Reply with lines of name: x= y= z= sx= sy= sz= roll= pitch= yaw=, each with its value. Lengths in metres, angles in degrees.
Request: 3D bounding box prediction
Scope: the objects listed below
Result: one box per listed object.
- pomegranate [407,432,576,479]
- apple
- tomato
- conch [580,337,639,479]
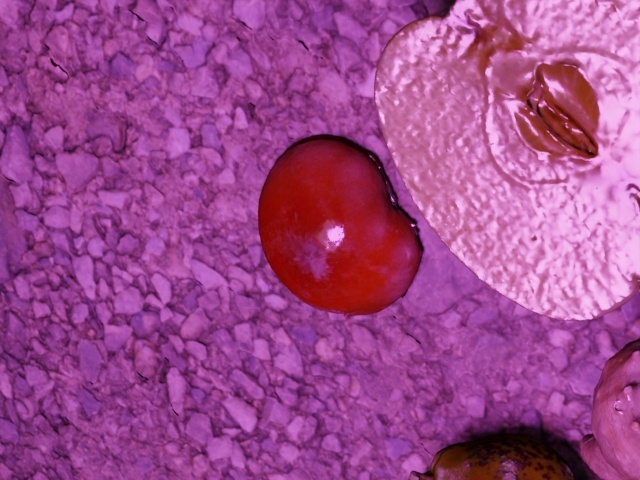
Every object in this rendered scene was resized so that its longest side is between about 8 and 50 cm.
pomegranate: x=0.237 y=0.338 z=1.997 sx=0.222 sy=0.276 sz=0.204 roll=129 pitch=135 yaw=-52
apple: x=0.256 y=-0.134 z=1.705 sx=0.360 sy=0.320 sz=0.312 roll=47 pitch=162 yaw=8
tomato: x=0.000 y=0.000 z=1.991 sx=0.199 sy=0.112 sz=0.228 roll=-30 pitch=94 yaw=35
conch: x=0.407 y=0.197 z=1.829 sx=0.263 sy=0.324 sz=0.186 roll=20 pitch=84 yaw=-13
